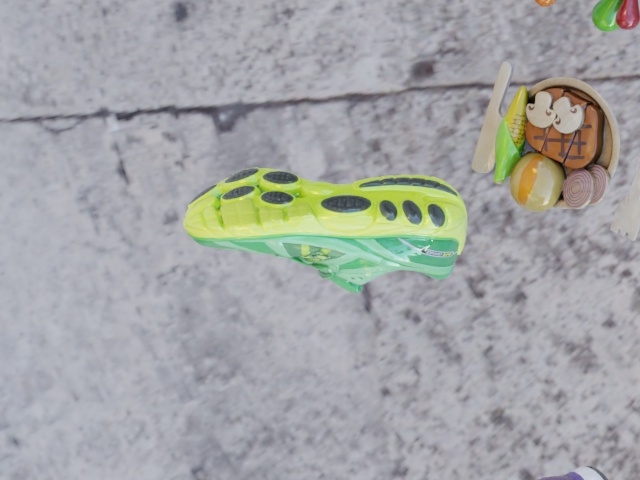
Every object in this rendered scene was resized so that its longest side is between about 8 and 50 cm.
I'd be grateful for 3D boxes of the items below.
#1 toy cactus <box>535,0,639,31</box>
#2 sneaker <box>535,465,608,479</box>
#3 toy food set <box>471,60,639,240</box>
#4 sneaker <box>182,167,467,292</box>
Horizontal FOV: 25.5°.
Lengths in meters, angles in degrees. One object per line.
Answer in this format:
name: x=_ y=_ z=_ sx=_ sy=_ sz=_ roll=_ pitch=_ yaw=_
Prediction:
toy cactus: x=0.252 y=-0.265 z=1.154 sx=0.180 sy=0.112 sz=0.219 roll=3 pitch=119 yaw=27
sneaker: x=0.228 y=0.346 z=1.231 sx=0.107 sy=0.124 sz=0.283 roll=107 pitch=146 yaw=-58
toy food set: x=0.220 y=-0.086 z=1.322 sx=0.192 sy=0.038 sz=0.132 roll=27 pitch=113 yaw=36
sneaker: x=0.000 y=0.000 z=1.431 sx=0.295 sy=0.109 sz=0.124 roll=4 pitch=128 yaw=14
